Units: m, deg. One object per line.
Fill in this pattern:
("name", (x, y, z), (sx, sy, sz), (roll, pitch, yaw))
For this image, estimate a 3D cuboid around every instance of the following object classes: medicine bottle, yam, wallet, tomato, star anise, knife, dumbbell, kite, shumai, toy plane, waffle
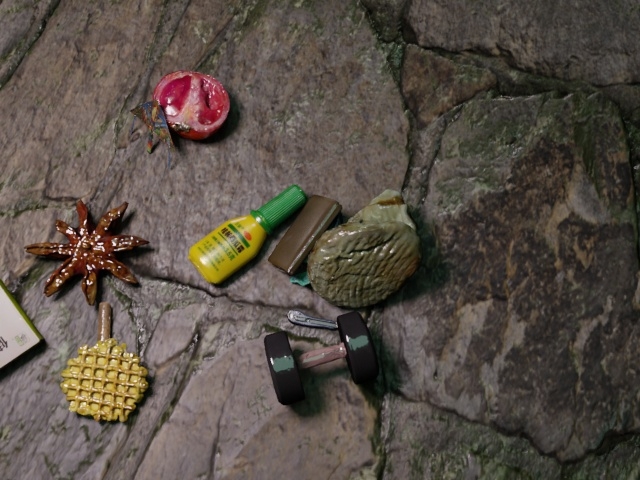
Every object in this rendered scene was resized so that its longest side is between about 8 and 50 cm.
("medicine bottle", (-0.162, -0.023, 1.641), (0.309, 0.076, 0.111), (-38, 79, -14))
("yam", (-0.486, 0.211, 1.580), (0.032, 0.032, 0.145), (-5, 67, 0))
("wallet", (-0.038, -0.014, 1.615), (0.198, 0.031, 0.110), (-55, 35, -10))
("tomato", (-0.322, -0.329, 1.760), (0.190, 0.099, 0.173), (17, 64, -3))
("star anise", (-0.540, 0.018, 1.633), (0.289, 0.088, 0.288), (-1, 66, 3))
("knife", (-0.018, 0.180, 1.584), (0.121, 0.018, 0.031), (10, 70, 4))
("dumbbell", (0.001, 0.247, 1.484), (0.218, 0.152, 0.152), (-15, 68, -5))
("kite", (-0.411, -0.277, 1.718), (0.183, 0.160, 0.010), (41, 43, 21))
("shumai", (0.095, 0.014, 1.588), (0.272, 0.222, 0.203), (-16, 33, 3))
("toy plane", (0.000, 0.000, 1.634), (0.096, 0.060, 0.234), (5, 63, 27))
("waffle", (-0.465, 0.303, 1.518), (0.191, 0.038, 0.191), (0, 85, 0))

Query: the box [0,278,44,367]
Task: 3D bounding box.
("box", (-0.771, 0.224, 1.539), (0.261, 0.062, 0.175), (-36, 91, -12))
